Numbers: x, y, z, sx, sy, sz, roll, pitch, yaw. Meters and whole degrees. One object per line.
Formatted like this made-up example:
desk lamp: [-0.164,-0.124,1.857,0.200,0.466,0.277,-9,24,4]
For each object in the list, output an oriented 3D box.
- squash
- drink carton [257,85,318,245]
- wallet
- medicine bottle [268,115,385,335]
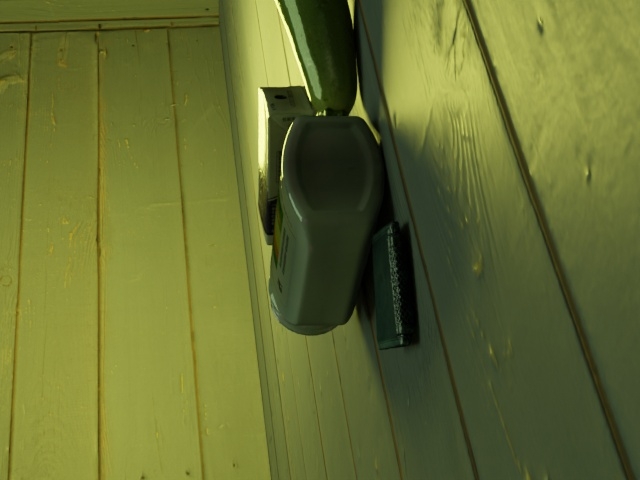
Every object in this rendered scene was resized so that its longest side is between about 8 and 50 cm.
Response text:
squash: [0.000,-0.224,1.319,0.094,0.094,0.224,130,131,-78]
drink carton: [-0.045,-0.121,1.651,0.134,0.101,0.222,-104,13,-61]
wallet: [0.077,0.049,1.114,0.088,0.026,0.129,138,130,-75]
medicine bottle: [0.000,0.000,1.311,0.324,0.124,0.179,98,169,-59]
